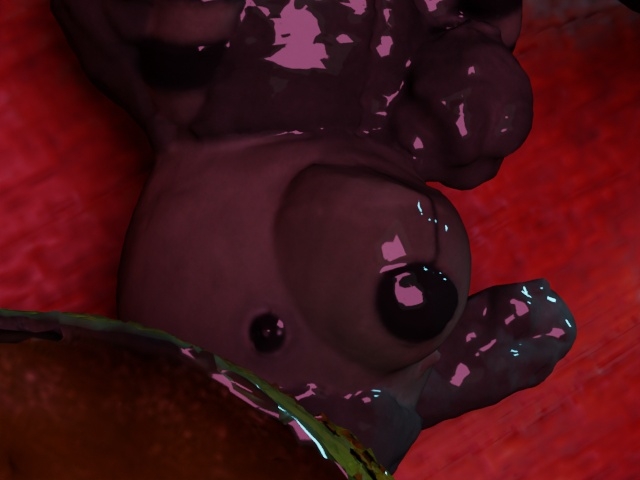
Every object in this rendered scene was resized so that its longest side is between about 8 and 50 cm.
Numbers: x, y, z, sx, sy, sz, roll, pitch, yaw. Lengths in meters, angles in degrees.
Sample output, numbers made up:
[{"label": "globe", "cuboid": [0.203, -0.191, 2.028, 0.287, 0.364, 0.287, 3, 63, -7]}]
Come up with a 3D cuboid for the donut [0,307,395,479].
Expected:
[{"label": "donut", "cuboid": [-0.078, 0.137, 0.507, 0.272, 0.107, 0.272, 2, 100, 9]}]

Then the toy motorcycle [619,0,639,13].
[{"label": "toy motorcycle", "cuboid": [0.089, -0.167, 0.571, 0.401, 0.207, 0.134, 36, 82, -25]}]

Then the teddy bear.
[{"label": "teddy bear", "cuboid": [0.009, -0.014, 0.591, 0.171, 0.144, 0.251, -7, 84, -32]}]
